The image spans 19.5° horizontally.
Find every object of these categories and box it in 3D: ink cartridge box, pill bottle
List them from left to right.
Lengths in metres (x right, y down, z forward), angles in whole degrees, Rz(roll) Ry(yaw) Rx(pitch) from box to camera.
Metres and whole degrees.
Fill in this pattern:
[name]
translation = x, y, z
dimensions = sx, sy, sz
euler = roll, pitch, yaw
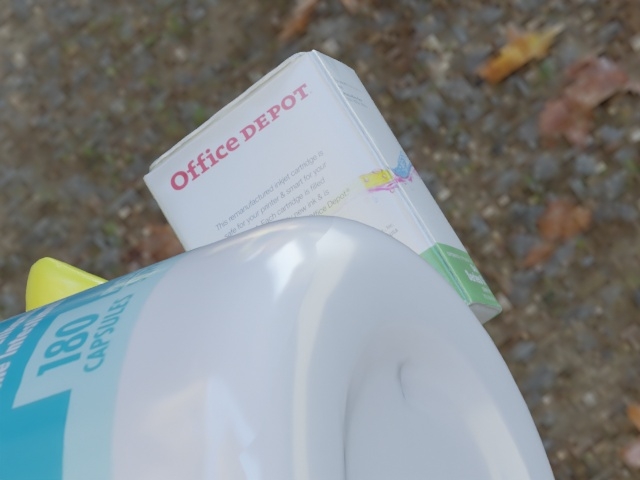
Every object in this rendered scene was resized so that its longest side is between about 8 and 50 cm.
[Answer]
[pill bottle]
translation = -0.083, 0.099, 0.442
dimensions = 0.264, 0.146, 0.146
euler = -20, 35, 26
[ink cartridge box]
translation = 0.000, 0.000, 1.280
dimensions = 0.154, 0.212, 0.093
euler = -36, -15, 15

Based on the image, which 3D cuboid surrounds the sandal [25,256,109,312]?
[sandal]
translation = -0.156, 0.110, 1.196
dimensions = 0.317, 0.126, 0.138
euler = 79, -145, -75
